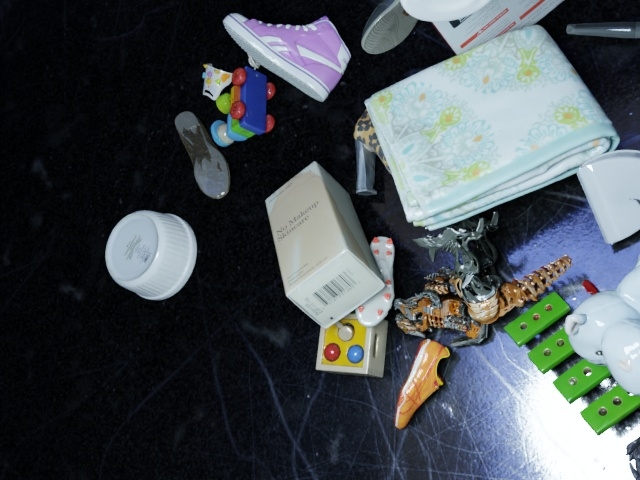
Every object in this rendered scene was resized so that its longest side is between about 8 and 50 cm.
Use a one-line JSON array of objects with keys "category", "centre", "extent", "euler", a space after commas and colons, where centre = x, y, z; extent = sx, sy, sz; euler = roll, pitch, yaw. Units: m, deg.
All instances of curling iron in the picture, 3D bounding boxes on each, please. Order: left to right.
[{"category": "curling iron", "centre": [0.577, -0.383, 1.323], "extent": [0.273, 0.035, 0.068], "euler": [1, 72, 30]}]

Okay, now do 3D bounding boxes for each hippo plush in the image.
[{"category": "hippo plush", "centre": [0.462, 0.081, 1.067], "extent": [0.236, 0.234, 0.294], "euler": [-37, 43, 1]}]

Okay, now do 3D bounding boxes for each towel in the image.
[{"category": "towel", "centre": [0.288, -0.212, 1.341], "extent": [0.374, 0.090, 0.321], "euler": [-22, 55, 7]}]

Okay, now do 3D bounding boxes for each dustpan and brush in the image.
[{"category": "dustpan and brush", "centre": [0.544, -0.101, 1.235], "extent": [0.211, 0.060, 0.147], "euler": [-24, 100, 15]}]

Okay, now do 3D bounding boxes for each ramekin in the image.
[{"category": "ramekin", "centre": [-0.399, 0.027, 1.734], "extent": [0.207, 0.109, 0.207], "euler": [-9, 71, 28]}]

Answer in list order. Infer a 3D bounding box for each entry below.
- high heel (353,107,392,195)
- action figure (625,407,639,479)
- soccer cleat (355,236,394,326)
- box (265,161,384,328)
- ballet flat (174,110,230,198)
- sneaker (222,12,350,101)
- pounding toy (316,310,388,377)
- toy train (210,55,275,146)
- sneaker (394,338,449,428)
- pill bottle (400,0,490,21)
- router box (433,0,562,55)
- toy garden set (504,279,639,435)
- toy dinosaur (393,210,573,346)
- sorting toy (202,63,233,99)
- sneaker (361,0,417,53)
[{"category": "high heel", "centre": [0.175, -0.198, 1.469], "extent": [0.261, 0.093, 0.186], "euler": [-8, 76, 36]}, {"category": "action figure", "centre": [0.532, 0.342, 1.076], "extent": [0.164, 0.140, 0.276], "euler": [-59, 10, 35]}, {"category": "soccer cleat", "centre": [0.108, 0.083, 1.413], "extent": [0.068, 0.076, 0.196], "euler": [9, 57, 7]}, {"category": "box", "centre": [0.000, 0.000, 1.426], "extent": [0.148, 0.121, 0.311], "euler": [-38, 34, 13]}, {"category": "ballet flat", "centre": [-0.275, -0.198, 1.766], "extent": [0.084, 0.058, 0.250], "euler": [-29, 67, -4]}, {"category": "sneaker", "centre": [-0.065, -0.444, 1.644], "extent": [0.282, 0.102, 0.161], "euler": [34, 87, -2]}, {"category": "pounding toy", "centre": [0.047, 0.182, 1.429], "extent": [0.130, 0.100, 0.141], "euler": [-1, 75, 30]}, {"category": "toy train", "centre": [-0.187, -0.345, 1.736], "extent": [0.143, 0.105, 0.248], "euler": [-22, 60, 42]}, {"category": "sneaker", "centre": [0.181, 0.266, 1.350], "extent": [0.067, 0.064, 0.175], "euler": [24, 99, 6]}, {"category": "pill bottle", "centre": [0.178, -0.500, 1.159], "extent": [0.160, 0.160, 0.283], "euler": [-17, 68, 25]}, {"category": "router box", "centre": [0.335, -0.492, 1.340], "extent": [0.335, 0.301, 0.082], "euler": [-38, 60, 15]}, {"category": "toy garden set", "centre": [0.452, 0.171, 1.207], "extent": [0.203, 0.049, 0.244], "euler": [-36, 42, 2]}, {"category": "toy dinosaur", "centre": [0.274, 0.072, 1.325], "extent": [0.321, 0.164, 0.219], "euler": [-18, 91, 11]}, {"category": "sorting toy", "centre": [-0.262, -0.384, 1.821], "extent": [0.083, 0.044, 0.075], "euler": [30, 111, 33]}, {"category": "sneaker", "centre": [0.158, -0.504, 1.594], "extent": [0.222, 0.083, 0.118], "euler": [-48, 39, 18]}]
